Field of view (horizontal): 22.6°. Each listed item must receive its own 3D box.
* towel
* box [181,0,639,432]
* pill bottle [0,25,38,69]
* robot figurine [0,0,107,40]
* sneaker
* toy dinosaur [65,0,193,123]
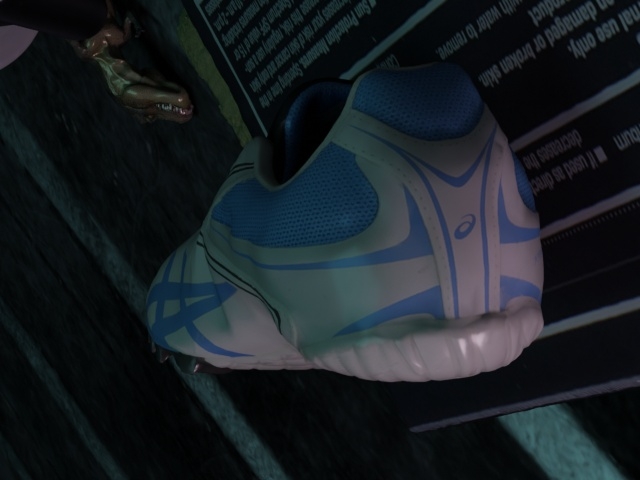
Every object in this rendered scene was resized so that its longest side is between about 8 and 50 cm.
[{"bbox_3d":[-0.037,-0.112,0.937,0.110,0.027,0.148,59,155,6],"label":"towel"},{"bbox_3d":[0.081,-0.118,0.495,0.294,0.183,0.296,63,158,1],"label":"box"},{"bbox_3d":[-0.324,-0.217,1.271,0.246,0.136,0.136,27,139,52],"label":"pill bottle"},{"bbox_3d":[-0.209,-0.240,0.960,0.278,0.209,0.173,51,165,29],"label":"robot figurine"},{"bbox_3d":[0.000,0.000,0.485,0.237,0.085,0.086,165,104,-70],"label":"sneaker"},{"bbox_3d":[-0.174,-0.195,1.091,0.268,0.064,0.118,59,163,16],"label":"toy dinosaur"}]
